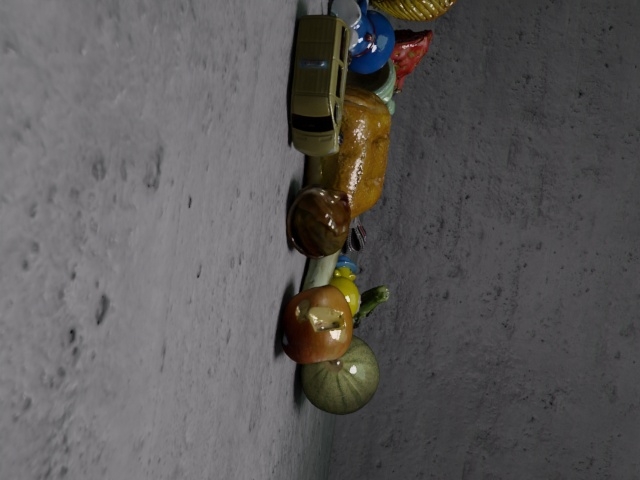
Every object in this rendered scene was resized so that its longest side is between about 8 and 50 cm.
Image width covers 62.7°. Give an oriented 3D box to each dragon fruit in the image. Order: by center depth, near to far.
[{"bbox_3d":[0.222,-0.558,1.666,0.211,0.262,0.134,75,22,-44],"label":"dragon fruit"}]

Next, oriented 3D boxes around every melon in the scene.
[{"bbox_3d":[0.058,0.406,1.610,0.329,0.248,0.248,72,27,-68],"label":"melon"}]

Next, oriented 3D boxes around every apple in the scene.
[{"bbox_3d":[-0.008,0.195,1.237,0.199,0.199,0.199,8,90,-82],"label":"apple"}]

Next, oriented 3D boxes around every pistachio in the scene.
[{"bbox_3d":[0.005,-0.036,1.174,0.130,0.165,0.210,51,-12,38],"label":"pistachio"}]

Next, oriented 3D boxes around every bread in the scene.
[{"bbox_3d":[0.244,-0.672,1.304,0.142,0.253,0.227,20,90,-48],"label":"bread"},{"bbox_3d":[0.093,-0.219,1.343,0.328,0.148,0.337,-21,120,-62],"label":"bread"}]

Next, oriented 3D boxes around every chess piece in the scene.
[{"bbox_3d":[0.148,-0.456,1.642,0.298,0.176,0.176,61,38,-77],"label":"chess piece"}]

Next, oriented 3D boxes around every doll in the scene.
[{"bbox_3d":[0.091,-0.525,1.365,0.257,0.161,0.215,-2,114,-65],"label":"doll"},{"bbox_3d":[0.070,0.182,1.816,0.363,0.145,0.199,-76,159,-63],"label":"doll"}]

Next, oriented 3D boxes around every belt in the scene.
[{"bbox_3d":[0.107,-0.108,1.871,0.094,0.126,0.359,-74,167,-53],"label":"belt"}]

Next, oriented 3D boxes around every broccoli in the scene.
[{"bbox_3d":[0.137,0.238,1.926,0.145,0.304,0.165,-2,68,-42],"label":"broccoli"}]

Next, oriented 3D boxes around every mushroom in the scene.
[{"bbox_3d":[0.007,0.055,1.474,0.107,0.087,0.333,110,-3,-69],"label":"mushroom"}]

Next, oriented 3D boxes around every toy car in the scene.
[{"bbox_3d":[-0.004,-0.298,1.022,0.124,0.101,0.257,-5,101,-77],"label":"toy car"}]

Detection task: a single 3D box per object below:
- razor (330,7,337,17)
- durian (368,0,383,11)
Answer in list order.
[{"bbox_3d":[0.007,-0.423,1.191,0.068,0.037,0.191,74,27,-80],"label":"razor"},{"bbox_3d":[0.205,-0.810,1.510,0.293,0.258,0.258,69,30,-63],"label":"durian"}]
